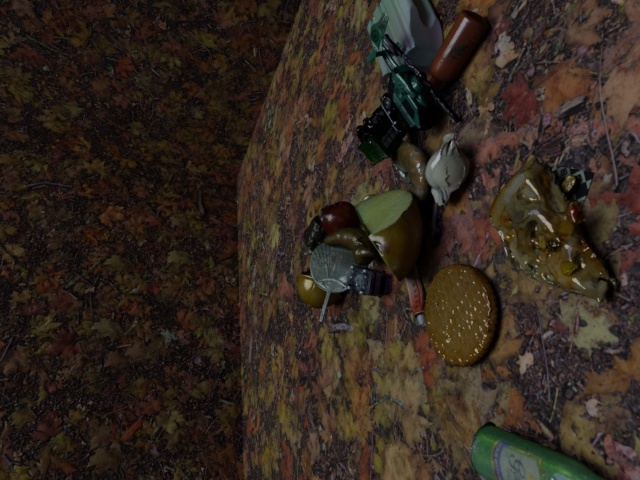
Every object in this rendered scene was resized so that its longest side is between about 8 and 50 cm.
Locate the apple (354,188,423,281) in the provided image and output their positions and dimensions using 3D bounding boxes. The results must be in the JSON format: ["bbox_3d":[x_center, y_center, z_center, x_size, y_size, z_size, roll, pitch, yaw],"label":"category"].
[{"bbox_3d":[0.199,-0.028,1.297,0.346,0.179,0.254,-105,31,-71],"label":"apple"}]

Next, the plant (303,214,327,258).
[{"bbox_3d":[0.000,0.000,1.828,0.142,0.131,0.203,-104,32,-45],"label":"plant"}]

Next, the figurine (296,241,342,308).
[{"bbox_3d":[0.006,0.135,1.718,0.192,0.167,0.256,19,100,41],"label":"figurine"}]

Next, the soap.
[{"bbox_3d":[0.267,-0.658,1.424,0.208,0.115,0.347,123,147,-48],"label":"soap"}]

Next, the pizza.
[{"bbox_3d":[0.427,0.001,0.848,0.189,0.071,0.297,-56,47,51],"label":"pizza"}]

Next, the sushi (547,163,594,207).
[{"bbox_3d":[0.460,-0.089,0.887,0.126,0.026,0.120,-140,60,-64],"label":"sushi"}]

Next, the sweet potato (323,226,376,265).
[{"bbox_3d":[0.126,0.015,1.534,0.310,0.124,0.098,-146,46,-60],"label":"sweet potato"}]

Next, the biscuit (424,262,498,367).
[{"bbox_3d":[0.336,0.178,1.086,0.254,0.035,0.254,-172,90,-69],"label":"biscuit"}]

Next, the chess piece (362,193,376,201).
[{"bbox_3d":[0.183,-0.071,1.516,0.060,0.060,0.172,131,139,-53],"label":"chess piece"}]

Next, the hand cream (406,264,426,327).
[{"bbox_3d":[0.271,0.144,1.264,0.052,0.038,0.216,-31,45,28],"label":"hand cream"}]

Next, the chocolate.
[{"bbox_3d":[0.400,0.413,0.779,0.291,0.110,0.110,167,109,-64],"label":"chocolate"}]

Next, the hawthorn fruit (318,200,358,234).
[{"bbox_3d":[0.076,-0.064,1.688,0.148,0.148,0.172,-143,34,-65],"label":"hawthorn fruit"}]

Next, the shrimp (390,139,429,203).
[{"bbox_3d":[0.261,-0.214,1.342,0.317,0.077,0.168,-105,9,-65],"label":"shrimp"}]

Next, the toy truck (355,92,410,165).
[{"bbox_3d":[0.208,-0.363,1.362,0.259,0.121,0.088,-54,18,-26],"label":"toy truck"}]

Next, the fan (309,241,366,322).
[{"bbox_3d":[0.029,0.117,1.616,0.294,0.012,0.223,-48,58,0],"label":"fan"}]

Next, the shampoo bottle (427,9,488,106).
[{"bbox_3d":[0.352,-0.488,1.212,0.244,0.085,0.085,116,152,-44],"label":"shampoo bottle"}]

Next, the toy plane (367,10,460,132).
[{"bbox_3d":[0.236,-0.447,1.262,0.381,0.106,0.155,62,152,10],"label":"toy plane"}]

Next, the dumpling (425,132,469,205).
[{"bbox_3d":[0.325,-0.187,1.159,0.127,0.108,0.188,-70,-17,-67],"label":"dumpling"}]

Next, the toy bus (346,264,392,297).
[{"bbox_3d":[0.154,0.130,1.466,0.178,0.098,0.086,-168,87,-71],"label":"toy bus"}]
